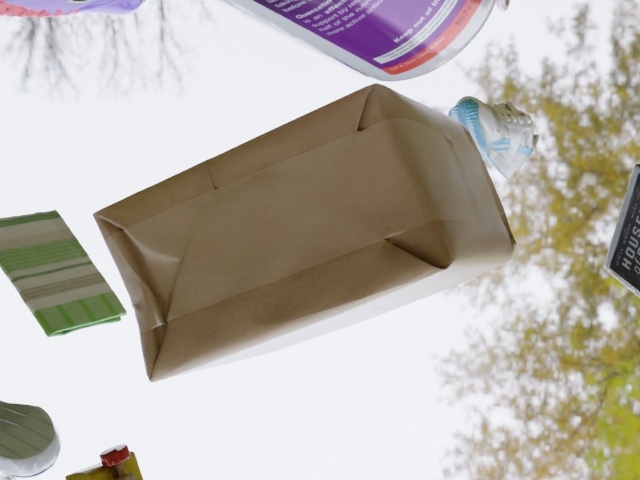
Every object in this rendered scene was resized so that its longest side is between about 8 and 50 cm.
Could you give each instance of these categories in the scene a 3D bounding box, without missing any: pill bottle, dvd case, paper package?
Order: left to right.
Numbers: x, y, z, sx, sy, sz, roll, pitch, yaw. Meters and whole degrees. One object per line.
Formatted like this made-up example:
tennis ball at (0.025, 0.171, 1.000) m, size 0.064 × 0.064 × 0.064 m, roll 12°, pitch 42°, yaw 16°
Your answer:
pill bottle at (-0.015, -0.241, 0.819) m, size 0.181 × 0.182 × 0.323 m, roll 31°, pitch -172°, yaw 39°
paper package at (0.000, 0.000, 1.103) m, size 0.309 × 0.168 × 0.325 m, roll -23°, pitch 173°, yaw 17°
dvd case at (0.511, 0.014, 1.676) m, size 0.029 × 0.179 × 0.239 m, roll 1°, pitch -155°, yaw -24°

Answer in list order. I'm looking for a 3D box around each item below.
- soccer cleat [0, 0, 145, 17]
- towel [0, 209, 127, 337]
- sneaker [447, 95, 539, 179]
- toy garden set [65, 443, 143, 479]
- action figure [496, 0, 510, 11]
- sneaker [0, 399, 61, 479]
soccer cleat at (-0.379, -0.316, 1.426) m, size 0.318 × 0.117 × 0.108 m, roll 13°, pitch 169°, yaw -16°
towel at (-0.286, 0.035, 1.210) m, size 0.113 × 0.023 × 0.152 m, roll -13°, pitch -120°, yaw -52°
sneaker at (0.266, -0.175, 1.747) m, size 0.092 × 0.228 × 0.087 m, roll -48°, pitch -118°, yaw 5°
toy garden set at (-0.240, 0.314, 1.051) m, size 0.244 × 0.204 × 0.049 m, roll -19°, pitch -174°, yaw -11°
action figure at (0.244, -0.425, 1.784) m, size 0.275 × 0.248 × 0.370 m, roll 10°, pitch 176°, yaw -15°
sneaker at (-0.380, 0.254, 1.399) m, size 0.094 × 0.091 × 0.258 m, roll -28°, pitch -159°, yaw -30°
